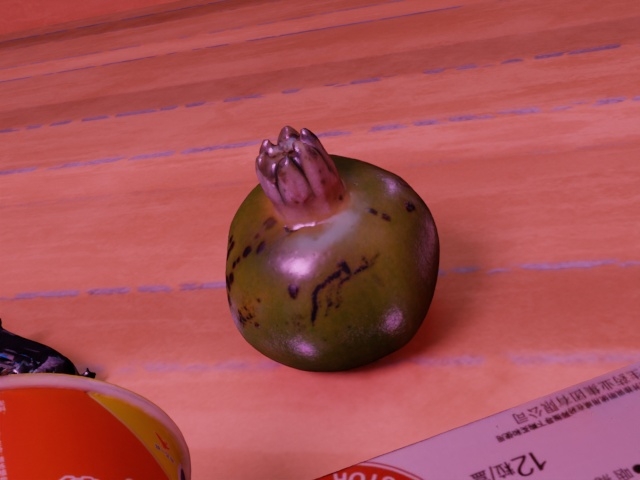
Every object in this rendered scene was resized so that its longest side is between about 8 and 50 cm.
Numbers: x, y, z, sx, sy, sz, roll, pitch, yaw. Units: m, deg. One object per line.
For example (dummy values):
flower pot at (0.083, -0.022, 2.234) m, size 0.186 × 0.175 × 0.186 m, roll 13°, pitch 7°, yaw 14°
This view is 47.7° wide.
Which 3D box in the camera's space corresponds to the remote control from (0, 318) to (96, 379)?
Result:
remote control at (-0.395, 0.117, 0.682) m, size 0.398 × 0.062 × 0.145 m, roll 6°, pitch 37°, yaw 31°

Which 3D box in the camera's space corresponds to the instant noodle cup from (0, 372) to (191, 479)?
instant noodle cup at (-0.134, 0.193, 0.319) m, size 0.213 × 0.213 × 0.174 m, roll -23°, pitch 39°, yaw -14°

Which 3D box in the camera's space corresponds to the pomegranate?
pomegranate at (0.000, 0.000, 0.561) m, size 0.179 × 0.210 × 0.180 m, roll -14°, pitch 44°, yaw 14°

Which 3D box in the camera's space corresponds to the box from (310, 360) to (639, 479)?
box at (0.154, 0.169, 0.358) m, size 0.353 × 0.069 × 0.214 m, roll -19°, pitch 31°, yaw -5°
